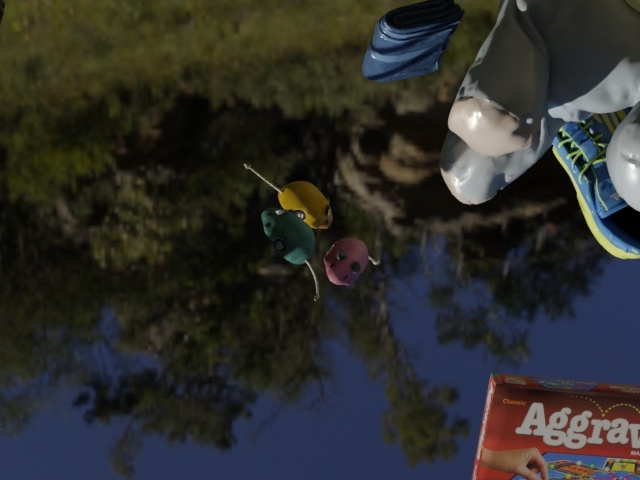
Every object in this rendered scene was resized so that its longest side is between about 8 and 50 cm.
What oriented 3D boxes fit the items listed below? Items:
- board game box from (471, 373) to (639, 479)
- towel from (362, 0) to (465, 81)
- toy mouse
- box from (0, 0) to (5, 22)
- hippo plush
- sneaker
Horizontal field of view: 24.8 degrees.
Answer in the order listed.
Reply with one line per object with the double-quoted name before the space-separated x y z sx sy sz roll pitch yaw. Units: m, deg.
"board game box" 0.290 0.206 1.386 0.281 0.145 0.027 5 -159 -5
"towel" 0.070 -0.155 1.145 0.067 0.119 0.029 -16 -99 -9
"toy mouse" 0.000 0.000 1.355 0.161 0.031 0.143 32 -150 -24
"box" -0.308 -0.054 1.061 0.060 0.270 0.216 17 -178 -20
"hippo plush" 0.258 -0.138 1.272 0.236 0.234 0.294 22 -98 7
"sneaker" 0.274 -0.088 1.408 0.091 0.240 0.126 -30 -170 4
